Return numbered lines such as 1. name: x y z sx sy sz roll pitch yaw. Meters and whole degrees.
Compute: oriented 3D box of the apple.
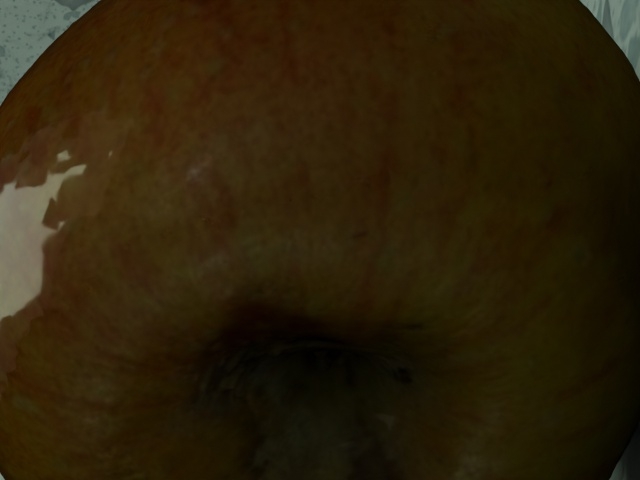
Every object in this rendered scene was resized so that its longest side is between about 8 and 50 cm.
1. apple: 0.000 0.000 0.586 0.275 0.299 0.299 -102 16 -53
